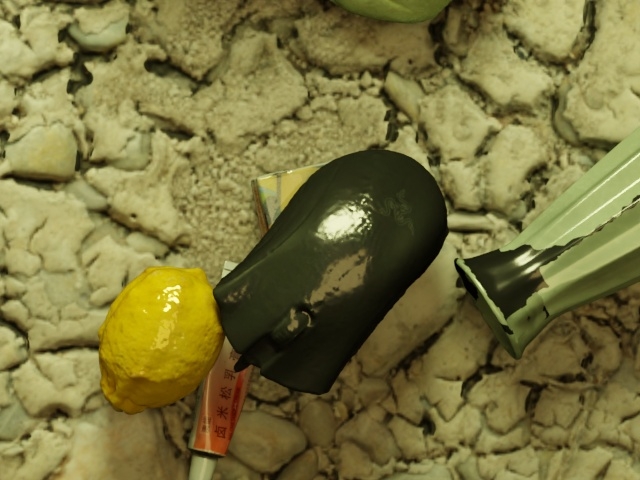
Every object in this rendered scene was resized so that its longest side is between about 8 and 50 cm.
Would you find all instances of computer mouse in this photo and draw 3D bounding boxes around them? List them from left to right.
[{"bbox_3d":[0.014,0.026,1.779,0.147,0.088,0.264,41,84,-9],"label":"computer mouse"}]

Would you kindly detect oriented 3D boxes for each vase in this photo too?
[{"bbox_3d":[0.309,-0.027,1.858,0.360,0.165,0.165,-33,96,-3],"label":"vase"}]

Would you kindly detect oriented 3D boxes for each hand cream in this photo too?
[{"bbox_3d":[-0.088,0.131,1.855,0.052,0.038,0.216,17,85,-40],"label":"hand cream"}]

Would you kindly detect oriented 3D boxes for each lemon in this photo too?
[{"bbox_3d":[-0.150,0.093,1.799,0.114,0.114,0.155,29,87,-9],"label":"lemon"}]

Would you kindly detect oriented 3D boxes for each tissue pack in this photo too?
[{"bbox_3d":[0.000,0.000,1.846,0.108,0.060,0.148,-13,94,-14],"label":"tissue pack"}]

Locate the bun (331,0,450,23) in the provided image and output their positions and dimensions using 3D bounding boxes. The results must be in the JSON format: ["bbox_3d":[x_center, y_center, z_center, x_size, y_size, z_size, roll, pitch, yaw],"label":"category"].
[{"bbox_3d":[0.077,-0.314,1.827,0.221,0.108,0.221,0,92,-9],"label":"bun"}]
